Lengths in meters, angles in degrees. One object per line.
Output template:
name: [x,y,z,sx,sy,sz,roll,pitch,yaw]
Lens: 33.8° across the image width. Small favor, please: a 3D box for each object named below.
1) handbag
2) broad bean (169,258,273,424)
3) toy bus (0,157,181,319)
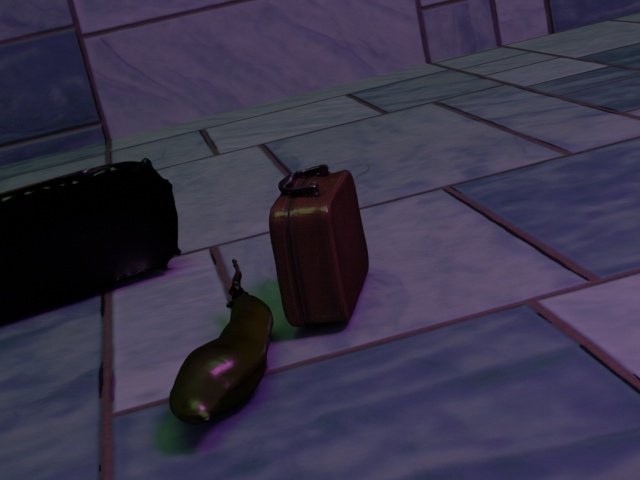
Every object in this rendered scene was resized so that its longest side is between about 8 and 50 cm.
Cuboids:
handbag: [0.000,0.000,1.139,0.072,0.151,0.193,-7,18,13]
broad bean: [-0.086,0.105,1.020,0.075,0.067,0.325,19,16,0]
toy bus: [-0.388,0.000,1.405,0.386,0.171,0.162,-17,13,-18]
